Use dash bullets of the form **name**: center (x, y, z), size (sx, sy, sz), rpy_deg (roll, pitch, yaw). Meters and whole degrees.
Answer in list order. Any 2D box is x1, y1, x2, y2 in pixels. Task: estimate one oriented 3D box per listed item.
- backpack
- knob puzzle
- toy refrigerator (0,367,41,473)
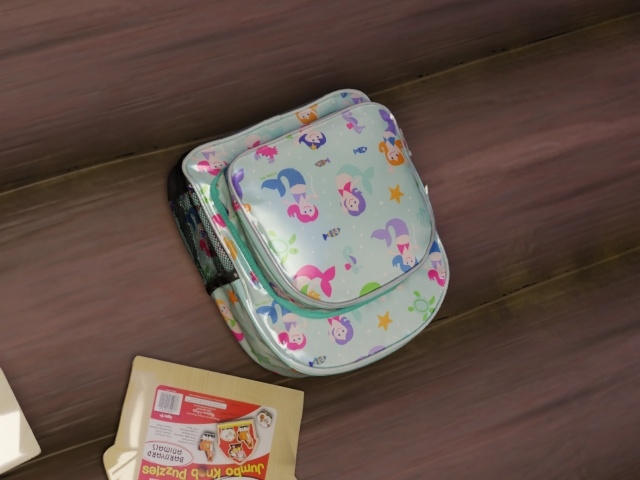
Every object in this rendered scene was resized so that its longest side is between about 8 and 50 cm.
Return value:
- **backpack**: center (0.000, 0.000, 1.294), size (0.225, 0.191, 0.253), rpy_deg (-23, 94, -21)
- **knob puzzle**: center (-0.114, 0.222, 1.295), size (0.213, 0.030, 0.213), rpy_deg (3, 80, -19)
- **toy refrigerator**: center (-0.387, 0.203, 1.170), size (0.269, 0.102, 0.094), rpy_deg (-26, 90, -20)
